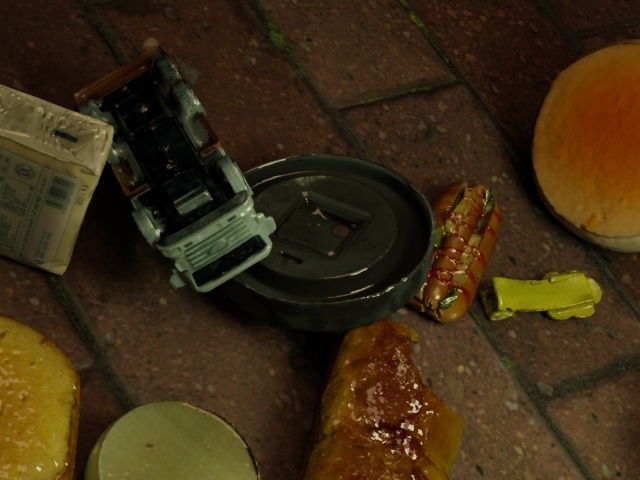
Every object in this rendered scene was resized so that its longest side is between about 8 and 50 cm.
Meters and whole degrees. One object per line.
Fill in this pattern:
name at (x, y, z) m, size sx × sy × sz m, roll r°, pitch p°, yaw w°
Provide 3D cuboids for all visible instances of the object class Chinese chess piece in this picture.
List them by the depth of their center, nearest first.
Chinese chess piece at (-0.156, 0.260, 1.608) m, size 0.188 × 0.083 × 0.188 m, roll 12°, pitch 52°, yaw -15°

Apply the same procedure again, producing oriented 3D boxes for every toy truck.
toy truck at (-0.165, -0.075, 1.777) m, size 0.136 × 0.162 × 0.305 m, roll -31°, pitch 49°, yaw -2°

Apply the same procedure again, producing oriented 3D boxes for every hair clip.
hair clip at (0.293, 0.075, 2.004) m, size 0.173 × 0.046 × 0.072 m, roll -5°, pitch 65°, yaw -28°

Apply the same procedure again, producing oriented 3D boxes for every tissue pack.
tissue pack at (-0.326, -0.065, 1.707) m, size 0.148 × 0.196 × 0.092 m, roll 21°, pitch 46°, yaw -8°

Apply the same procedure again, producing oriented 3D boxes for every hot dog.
hot dog at (0.177, 0.002, 1.988) m, size 0.104 × 0.076 × 0.250 m, roll 30°, pitch 48°, yaw 0°

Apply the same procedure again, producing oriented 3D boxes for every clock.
clock at (0.000, 0.000, 1.845) m, size 0.281 × 0.055 × 0.280 m, roll 0°, pitch 42°, yaw 0°

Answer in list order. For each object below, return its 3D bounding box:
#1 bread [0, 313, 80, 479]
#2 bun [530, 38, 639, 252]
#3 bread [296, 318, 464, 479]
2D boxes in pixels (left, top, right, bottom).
bread at (-0.352, 0.189, 1.516) m, size 0.268 × 0.145 × 0.268 m, roll 17°, pitch 45°, yaw -18°
bun at (0.445, -0.126, 2.109) m, size 0.165 × 0.299 × 0.299 m, roll 12°, pitch 41°, yaw -58°
bread at (0.070, 0.249, 1.709) m, size 0.185 × 0.109 × 0.380 m, roll 24°, pitch 44°, yaw -7°
